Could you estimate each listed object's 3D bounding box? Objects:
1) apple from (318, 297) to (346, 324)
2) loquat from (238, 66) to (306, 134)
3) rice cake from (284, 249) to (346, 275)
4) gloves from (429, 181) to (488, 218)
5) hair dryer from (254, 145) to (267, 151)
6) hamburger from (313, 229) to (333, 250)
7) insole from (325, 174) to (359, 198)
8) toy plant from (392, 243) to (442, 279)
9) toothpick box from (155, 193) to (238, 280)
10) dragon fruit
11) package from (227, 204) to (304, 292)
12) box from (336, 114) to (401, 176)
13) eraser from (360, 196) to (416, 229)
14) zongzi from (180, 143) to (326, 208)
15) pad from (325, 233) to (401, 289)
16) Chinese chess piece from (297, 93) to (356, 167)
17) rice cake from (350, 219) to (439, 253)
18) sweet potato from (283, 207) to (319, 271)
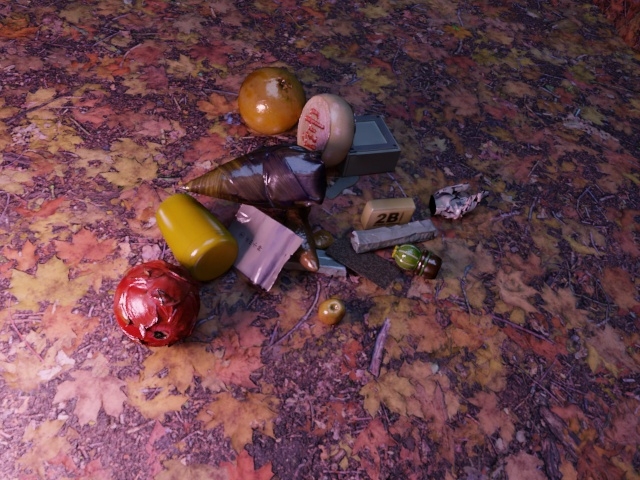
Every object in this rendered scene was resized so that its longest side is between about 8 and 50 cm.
[{"bbox_3d":[0.034,0.213,1.520,0.084,0.071,0.083,5,52,-7],"label":"apple"},{"bbox_3d":[-0.186,-0.535,1.949,0.264,0.263,0.262,6,52,-7],"label":"loquat"},{"bbox_3d":[-0.025,0.064,1.639,0.227,0.040,0.084,9,46,-4],"label":"rice cake"},{"bbox_3d":[0.519,-0.145,1.876,0.213,0.110,0.127,-2,29,-10],"label":"gloves"},{"bbox_3d":[-0.241,-0.248,1.825,0.219,0.071,0.124,-35,67,-24],"label":"hair dryer"},{"bbox_3d":[0.000,0.000,1.694,0.083,0.044,0.076,-30,65,-32],"label":"hamburger"},{"bbox_3d":[0.082,-0.209,1.895,0.064,0.004,0.188,36,54,17],"label":"insole"},{"bbox_3d":[0.318,0.066,1.678,0.163,0.092,0.092,24,52,8],"label":"toy plant"},{"bbox_3d":[-0.390,-0.021,1.549,0.175,0.174,0.271,-27,56,-28],"label":"toothpick box"},{"bbox_3d":[-0.438,0.167,1.365,0.241,0.241,0.252,-10,67,-19],"label":"dragon fruit"},{"bbox_3d":[-0.195,0.021,1.569,0.251,0.062,0.203,34,90,27],"label":"package"},{"bbox_3d":[0.161,-0.379,1.966,0.225,0.117,0.224,-9,54,-18],"label":"box"},{"bbox_3d":[0.238,-0.094,1.767,0.172,0.117,0.058,-5,54,-15],"label":"eraser"},{"bbox_3d":[-0.205,-0.207,1.654,0.433,0.207,0.403,-5,12,-2],"label":"zongzi"},{"bbox_3d":[0.142,0.067,1.664,0.235,0.003,0.158,33,34,13],"label":"pad"},{"bbox_3d":[0.017,-0.404,1.863,0.112,0.270,0.269,3,51,-31],"label":"Chinese chess piece"},{"bbox_3d":[0.261,-0.017,1.741,0.337,0.062,0.066,-10,50,-25],"label":"rice cake"},{"bbox_3d":[-0.069,-0.028,1.630,0.114,0.092,0.341,17,34,-21],"label":"sweet potato"}]
